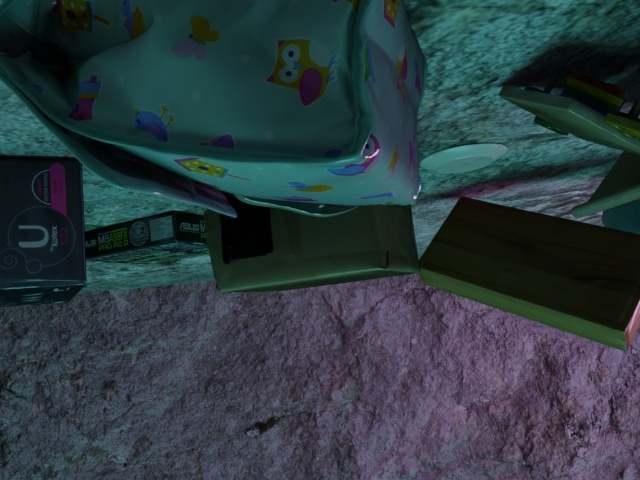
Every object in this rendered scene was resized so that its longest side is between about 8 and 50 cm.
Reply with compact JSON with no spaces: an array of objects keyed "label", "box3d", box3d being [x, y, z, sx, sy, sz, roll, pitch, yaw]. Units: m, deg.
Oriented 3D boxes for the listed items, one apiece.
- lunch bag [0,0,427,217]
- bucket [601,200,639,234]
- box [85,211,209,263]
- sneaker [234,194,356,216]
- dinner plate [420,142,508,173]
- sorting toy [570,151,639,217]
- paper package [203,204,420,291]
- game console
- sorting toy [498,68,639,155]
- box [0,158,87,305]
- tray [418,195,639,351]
[{"label":"lunch bag","box3d":[-0.066,-0.102,0.439,0.262,0.160,0.223,3,178,15]},{"label":"bucket","box3d":[0.718,-0.032,1.183,0.281,0.281,0.183,-7,168,1]},{"label":"box","box3d":[-0.341,0.001,1.283,0.270,0.060,0.216,-10,172,27]},{"label":"sneaker","box3d":[-0.005,-0.085,0.848,0.222,0.083,0.118,-1,170,-26]},{"label":"dinner plate","box3d":[0.231,-0.128,0.975,0.141,0.017,0.141,-8,171,-1]},{"label":"sorting toy","box3d":[0.429,-0.124,0.653,0.229,0.041,0.307,-45,-179,-13]},{"label":"paper package","box3d":[0.000,0.000,1.162,0.325,0.168,0.309,-10,173,19]},{"label":"game console","box3d":[-0.128,-0.027,1.015,0.071,0.122,0.107,-3,171,-16]},{"label":"sorting toy","box3d":[0.283,-0.137,0.629,0.132,0.046,0.274,20,-167,-19]},{"label":"box","box3d":[-0.414,0.001,0.838,0.143,0.165,0.270,-2,171,-28]},{"label":"tray","box3d":[0.411,0.045,1.166,0.411,0.202,0.076,18,153,39]}]
